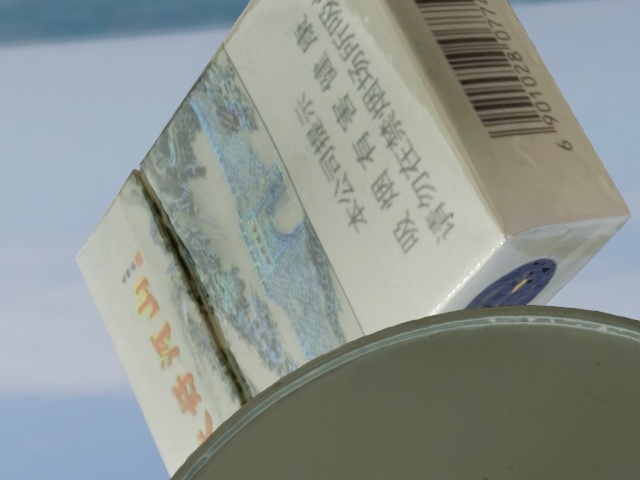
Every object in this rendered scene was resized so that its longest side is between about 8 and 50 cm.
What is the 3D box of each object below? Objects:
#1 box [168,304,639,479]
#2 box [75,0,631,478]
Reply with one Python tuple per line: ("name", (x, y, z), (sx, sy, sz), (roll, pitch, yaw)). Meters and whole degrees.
("box", (0.060, 0.152, 0.578), (0.226, 0.226, 0.149), (-3, 144, 20))
("box", (0.000, 0.000, 0.835), (0.069, 0.164, 0.256), (-7, 150, -37))
